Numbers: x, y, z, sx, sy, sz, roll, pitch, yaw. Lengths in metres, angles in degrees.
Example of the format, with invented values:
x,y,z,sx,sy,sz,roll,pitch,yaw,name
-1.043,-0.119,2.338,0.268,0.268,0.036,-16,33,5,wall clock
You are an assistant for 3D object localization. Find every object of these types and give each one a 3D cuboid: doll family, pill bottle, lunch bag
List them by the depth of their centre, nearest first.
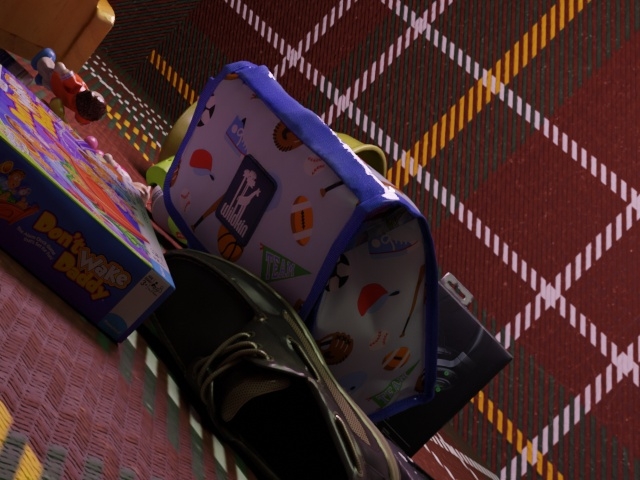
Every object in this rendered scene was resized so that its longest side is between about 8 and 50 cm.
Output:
x,y,z,sx,sy,sz,roll,pitch,yaw,name
-0.024,0.012,1.343,0.328,0.239,0.385,47,-30,37,lunch bag
-0.313,-0.105,1.415,0.163,0.118,0.263,39,-20,36,doll family
-0.451,-0.236,1.478,0.120,0.067,0.067,44,2,-11,pill bottle

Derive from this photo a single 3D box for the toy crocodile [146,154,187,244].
x,y,z,sx,sy,sz,roll,pitch,yaw,name
-0.156,0.009,1.773,0.105,0.115,0.340,-21,-68,44,toy crocodile

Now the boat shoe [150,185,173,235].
x,y,z,sx,sy,sz,roll,pitch,yaw,name
-0.182,-0.010,1.883,0.258,0.095,0.084,45,6,-24,boat shoe

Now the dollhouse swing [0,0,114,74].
x,y,z,sx,sy,sz,roll,pitch,yaw,name
-0.420,-0.432,1.422,0.347,0.305,0.315,22,19,-33,dollhouse swing

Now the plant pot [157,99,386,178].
x,y,z,sx,sy,sz,roll,pitch,yaw,name
-0.119,-0.111,2.173,0.353,0.366,0.366,34,-2,21,plant pot

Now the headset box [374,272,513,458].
x,y,z,sx,sy,sz,roll,pitch,yaw,name
0.107,0.163,1.624,0.246,0.283,0.131,44,3,3,headset box

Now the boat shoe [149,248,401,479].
x,y,z,sx,sy,sz,roll,pitch,yaw,name
-0.056,0.138,1.101,0.355,0.132,0.130,45,2,14,boat shoe

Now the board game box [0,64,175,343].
x,y,z,sx,sy,sz,roll,pitch,yaw,name
-0.280,-0.054,1.148,0.233,0.078,0.347,44,3,-23,board game box

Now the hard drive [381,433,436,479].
x,y,z,sx,sy,sz,roll,pitch,yaw,name
0.201,0.421,1.470,0.339,0.064,0.237,43,3,-30,hard drive
